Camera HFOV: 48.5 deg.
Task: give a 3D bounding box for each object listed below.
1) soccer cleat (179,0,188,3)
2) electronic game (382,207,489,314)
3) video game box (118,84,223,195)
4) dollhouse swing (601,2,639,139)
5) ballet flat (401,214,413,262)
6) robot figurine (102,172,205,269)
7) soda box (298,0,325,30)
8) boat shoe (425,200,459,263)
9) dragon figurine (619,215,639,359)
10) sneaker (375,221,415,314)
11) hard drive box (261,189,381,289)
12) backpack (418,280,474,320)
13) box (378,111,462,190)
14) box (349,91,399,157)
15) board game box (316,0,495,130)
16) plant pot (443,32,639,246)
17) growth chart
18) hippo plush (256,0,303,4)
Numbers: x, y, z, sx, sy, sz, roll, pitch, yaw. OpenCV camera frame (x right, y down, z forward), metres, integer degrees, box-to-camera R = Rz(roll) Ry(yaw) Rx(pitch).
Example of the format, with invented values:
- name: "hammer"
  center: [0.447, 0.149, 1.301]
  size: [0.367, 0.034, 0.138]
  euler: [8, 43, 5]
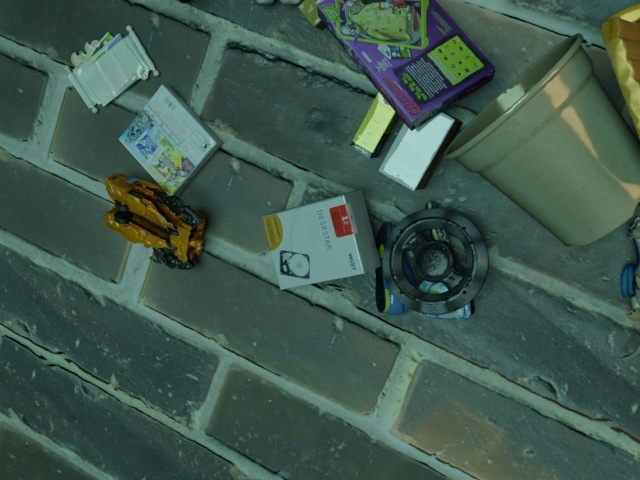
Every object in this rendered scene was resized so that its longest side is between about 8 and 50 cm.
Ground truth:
- name: "soccer cleat"
  center: [-0.276, -0.632, 1.664]
  size: [0.072, 0.060, 0.179]
  euler: [34, 103, 10]
- name: "electronic game"
  center: [0.243, 0.044, 1.517]
  size: [0.229, 0.048, 0.229]
  euler: [-3, 82, 21]
- name: "video game box"
  center: [-0.370, -0.244, 1.750]
  size: [0.187, 0.048, 0.205]
  euler: [-45, 82, 16]
- name: "dollhouse swing"
  center: [0.690, -0.293, 1.258]
  size: [0.315, 0.305, 0.347]
  euler: [-20, 89, 20]
- name: "ballet flat"
  center: [0.202, 0.000, 1.600]
  size: [0.041, 0.041, 0.114]
  euler: [-7, 94, 19]
- name: "robot figurine"
  center: [-0.401, -0.050, 1.747]
  size: [0.291, 0.085, 0.211]
  euler: [25, 127, 14]
- name: "soda box"
  center: [0.041, -0.551, 1.569]
  size: [0.181, 0.058, 0.061]
  euler: [-40, 83, 19]
- name: "boat shoe"
  center: [0.268, -0.015, 1.568]
  size: [0.049, 0.056, 0.152]
  euler: [-14, 92, 5]
- name: "dragon figurine"
  center: [0.655, 0.097, 1.432]
  size: [0.085, 0.144, 0.289]
  euler: [2, 117, 16]
- name: "sneaker"
  center: [0.170, 0.063, 1.609]
  size: [0.082, 0.069, 0.209]
  euler: [0, 87, -17]
- name: "hard drive box"
  center: [0.000, 0.000, 1.609]
  size: [0.232, 0.089, 0.181]
  euler: [-14, 92, 33]
- name: "backpack"
  center: [0.273, 0.125, 1.564]
  size: [0.114, 0.084, 0.105]
  euler: [-4, 92, 23]
- name: "box"
  center: [0.215, -0.201, 1.517]
  size: [0.091, 0.130, 0.170]
  euler: [32, 106, 13]
- name: "box"
  center: [0.149, -0.294, 1.552]
  size: [0.058, 0.087, 0.232]
  euler: [31, 104, 10]
- name: "board game box"
  center: [0.171, -0.412, 1.468]
  size: [0.208, 0.056, 0.347]
  euler: [-31, 71, -10]
- name: "plant pot"
  center: [0.462, -0.166, 1.367]
  size: [0.334, 0.334, 0.305]
  euler: [-42, 95, 18]
- name: "growth chart"
  center: [-0.534, -0.436, 1.794]
  size: [0.237, 0.021, 0.172]
  euler: [-27, 87, 19]
- name: "hippo plush"
  center: [-0.108, -0.632, 1.506]
  size: [0.294, 0.236, 0.234]
  euler: [-2, 98, 22]
